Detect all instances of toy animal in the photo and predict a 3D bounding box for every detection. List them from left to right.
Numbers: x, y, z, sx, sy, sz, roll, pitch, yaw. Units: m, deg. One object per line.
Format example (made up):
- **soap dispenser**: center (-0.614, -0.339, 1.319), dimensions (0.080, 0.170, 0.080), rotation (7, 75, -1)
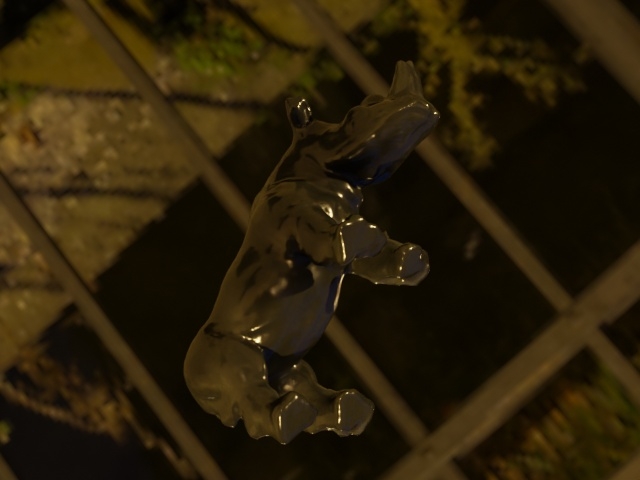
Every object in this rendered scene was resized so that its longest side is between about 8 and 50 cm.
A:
- **toy animal**: center (0.000, 0.000, 0.618), dimensions (0.047, 0.065, 0.135), rotation (29, 81, -47)
